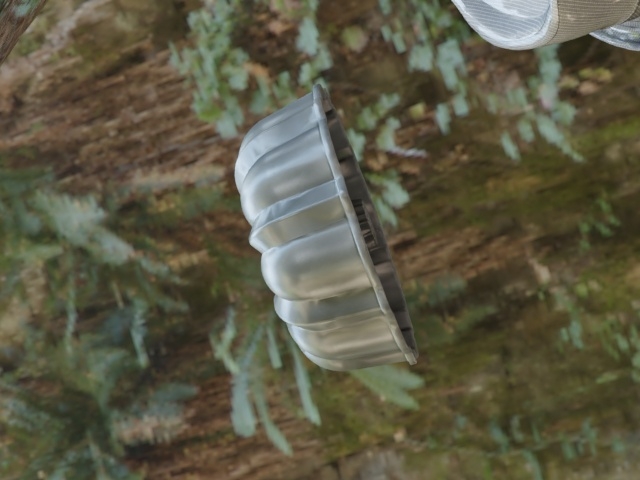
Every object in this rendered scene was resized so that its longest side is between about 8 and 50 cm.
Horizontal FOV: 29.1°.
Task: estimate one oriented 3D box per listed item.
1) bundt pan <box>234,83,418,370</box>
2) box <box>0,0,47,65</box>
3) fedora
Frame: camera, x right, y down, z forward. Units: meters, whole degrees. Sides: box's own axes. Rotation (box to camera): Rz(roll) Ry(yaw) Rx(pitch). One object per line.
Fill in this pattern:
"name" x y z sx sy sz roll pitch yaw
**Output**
"bundt pan" 0.000 0.000 1.380 0.331 0.124 0.331 -20 -90 -83
"box" -0.305 -0.232 0.687 0.343 0.179 0.312 30 -141 -12
"fedora" 0.165 -0.243 0.999 0.275 0.124 0.244 46 163 54
